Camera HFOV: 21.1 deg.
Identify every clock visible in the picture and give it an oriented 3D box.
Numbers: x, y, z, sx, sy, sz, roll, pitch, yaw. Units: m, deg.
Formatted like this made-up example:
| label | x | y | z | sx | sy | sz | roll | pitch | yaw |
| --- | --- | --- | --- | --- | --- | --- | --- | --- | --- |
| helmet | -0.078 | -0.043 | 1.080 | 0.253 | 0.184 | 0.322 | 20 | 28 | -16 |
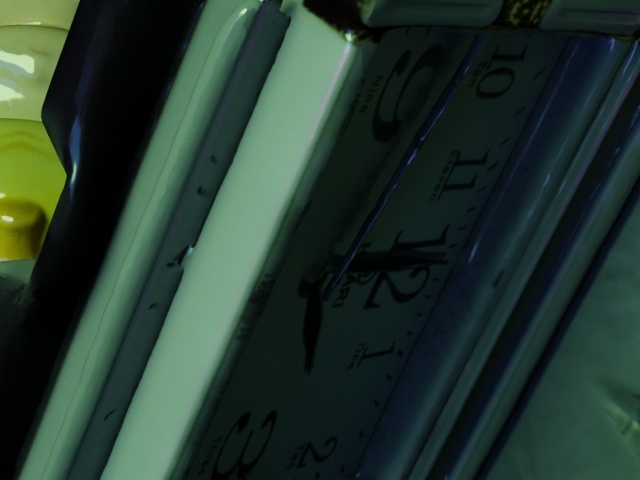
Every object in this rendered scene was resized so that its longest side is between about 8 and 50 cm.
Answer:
| label | x | y | z | sx | sy | sz | roll | pitch | yaw |
| --- | --- | --- | --- | --- | --- | --- | --- | --- | --- |
| clock | 0.000 | 0.000 | 0.518 | 0.083 | 0.186 | 0.253 | 41 | 119 | 31 |

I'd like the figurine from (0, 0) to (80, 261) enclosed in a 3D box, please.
| label | x | y | z | sx | sy | sz | roll | pitch | yaw |
| --- | --- | --- | --- | --- | --- | --- | --- | --- | --- |
| figurine | -0.109 | -0.051 | 0.641 | 0.156 | 0.131 | 0.246 | 7 | 86 | -4 |
